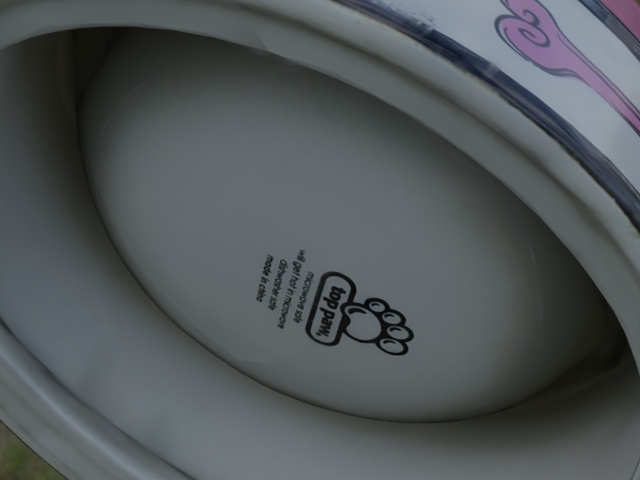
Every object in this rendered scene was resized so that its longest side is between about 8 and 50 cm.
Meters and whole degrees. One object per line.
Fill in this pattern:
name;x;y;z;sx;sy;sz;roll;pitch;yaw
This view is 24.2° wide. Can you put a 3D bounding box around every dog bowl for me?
dog bowl;0.000;0.000;0.684;0.408;0.408;0.150;17;49;16
